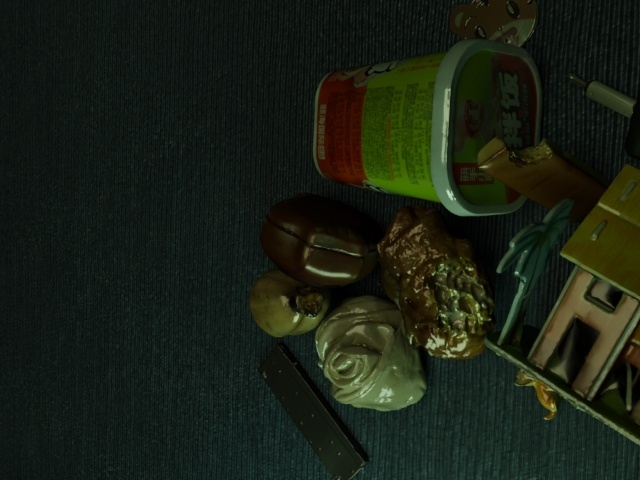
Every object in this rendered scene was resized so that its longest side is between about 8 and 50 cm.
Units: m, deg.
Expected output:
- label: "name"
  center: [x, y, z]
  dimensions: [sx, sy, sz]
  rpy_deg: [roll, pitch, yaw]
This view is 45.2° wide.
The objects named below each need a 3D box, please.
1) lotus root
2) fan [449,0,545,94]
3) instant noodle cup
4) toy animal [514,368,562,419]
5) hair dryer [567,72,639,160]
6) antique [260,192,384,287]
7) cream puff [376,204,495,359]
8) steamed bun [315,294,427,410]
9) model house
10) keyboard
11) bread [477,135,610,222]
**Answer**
- label: "lotus root"
  center: [-0.053, 0.113, 1.475]
  dimensions: [0.257, 0.154, 0.140]
  rpy_deg: [157, 99, -70]
- label: "fan"
  center: [0.312, -0.332, 1.284]
  dimensions: [0.152, 0.008, 0.226]
  rpy_deg: [-35, 70, 34]
- label: "instant noodle cup"
  center: [0.162, -0.183, 1.264]
  dimensions: [0.308, 0.294, 0.294]
  rpy_deg: [8, 97, 45]
- label: "toy animal"
  center: [0.350, 0.241, 1.248]
  dimensions: [0.083, 0.060, 0.081]
  rpy_deg: [16, 100, 28]
- label: "hair dryer"
  center: [0.444, -0.205, 1.159]
  dimensions: [0.197, 0.057, 0.100]
  rpy_deg: [48, 145, 42]
- label: "antique"
  center: [0.000, 0.000, 1.392]
  dimensions: [0.278, 0.223, 0.129]
  rpy_deg: [-126, 51, -67]
- label: "cream puff"
  center: [0.192, 0.072, 1.277]
  dimensions: [0.155, 0.241, 0.269]
  rpy_deg: [-23, 75, -7]
- label: "steamed bun"
  center: [0.070, 0.211, 1.408]
  dimensions: [0.211, 0.144, 0.218]
  rpy_deg: [-10, 85, 38]
- label: "model house"
  center: [0.412, 0.083, 1.019]
  dimensions: [0.300, 0.340, 0.323]
  rpy_deg: [33, 107, 31]
- label: "keyboard"
  center: [-0.019, 0.349, 1.563]
  dimensions: [0.310, 0.018, 0.101]
  rpy_deg: [50, 121, 25]
- label: "bread"
  center: [0.335, -0.099, 1.144]
  dimensions: [0.088, 0.226, 0.049]
  rpy_deg: [-40, 41, 33]
